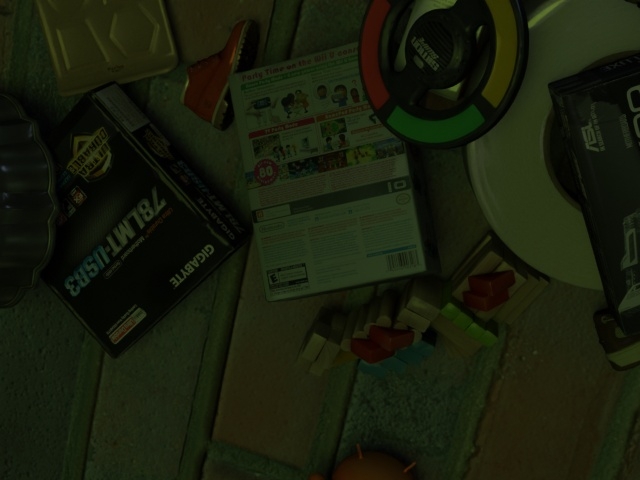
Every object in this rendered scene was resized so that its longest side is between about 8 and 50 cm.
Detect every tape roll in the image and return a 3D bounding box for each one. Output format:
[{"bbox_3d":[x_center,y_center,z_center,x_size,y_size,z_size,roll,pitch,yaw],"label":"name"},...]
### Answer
[{"bbox_3d":[0.361,-0.130,1.372,0.392,0.072,0.392,0,110,0],"label":"tape roll"}]

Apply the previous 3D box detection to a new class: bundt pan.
[{"bbox_3d":[-0.524,-0.055,1.640,0.331,0.124,0.331,5,98,36],"label":"bundt pan"}]

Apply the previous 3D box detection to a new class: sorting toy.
[{"bbox_3d":[-0.302,-0.318,1.609,0.193,0.038,0.208,-10,97,19],"label":"sorting toy"}]

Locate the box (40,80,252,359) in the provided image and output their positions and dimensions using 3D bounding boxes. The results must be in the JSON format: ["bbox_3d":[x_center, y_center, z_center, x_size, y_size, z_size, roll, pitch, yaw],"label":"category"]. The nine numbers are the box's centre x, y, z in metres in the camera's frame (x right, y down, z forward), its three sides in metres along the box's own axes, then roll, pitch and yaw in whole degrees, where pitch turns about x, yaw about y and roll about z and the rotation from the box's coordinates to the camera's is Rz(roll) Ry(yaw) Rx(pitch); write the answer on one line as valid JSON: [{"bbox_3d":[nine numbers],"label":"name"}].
[{"bbox_3d":[-0.293,-0.023,1.647,0.295,0.073,0.293,-40,90,31],"label":"box"}]

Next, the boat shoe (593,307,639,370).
[{"bbox_3d":[0.460,0.073,1.447,0.257,0.095,0.095,-29,89,22],"label":"boat shoe"}]

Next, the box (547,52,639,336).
[{"bbox_3d":[0.417,-0.070,1.314,0.242,0.076,0.307,-18,110,4],"label":"box"}]

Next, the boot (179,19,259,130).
[{"bbox_3d":[-0.139,-0.236,1.568,0.084,0.059,0.158,30,112,13],"label":"boot"}]

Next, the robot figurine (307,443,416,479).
[{"bbox_3d":[0.065,0.393,1.639,0.158,0.128,0.219,36,117,43],"label":"robot figurine"}]

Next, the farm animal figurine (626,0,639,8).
[{"bbox_3d":[0.413,-0.416,1.257,0.330,0.172,0.327,-26,98,-21],"label":"farm animal figurine"}]

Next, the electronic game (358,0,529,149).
[{"bbox_3d":[0.135,-0.218,1.321,0.229,0.048,0.229,4,97,40],"label":"electronic game"}]

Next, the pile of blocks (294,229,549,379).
[{"bbox_3d":[0.129,0.125,1.535,0.362,0.112,0.149,-25,107,19],"label":"pile of blocks"}]

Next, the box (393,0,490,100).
[{"bbox_3d":[0.169,-0.272,1.420,0.091,0.130,0.170,23,111,12],"label":"box"}]

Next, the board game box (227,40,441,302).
[{"bbox_3d":[0.018,-0.088,1.494,0.224,0.097,0.303,-11,85,20],"label":"board game box"}]
